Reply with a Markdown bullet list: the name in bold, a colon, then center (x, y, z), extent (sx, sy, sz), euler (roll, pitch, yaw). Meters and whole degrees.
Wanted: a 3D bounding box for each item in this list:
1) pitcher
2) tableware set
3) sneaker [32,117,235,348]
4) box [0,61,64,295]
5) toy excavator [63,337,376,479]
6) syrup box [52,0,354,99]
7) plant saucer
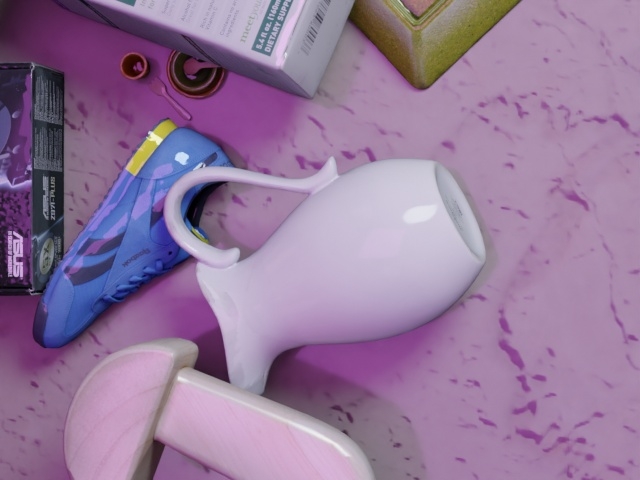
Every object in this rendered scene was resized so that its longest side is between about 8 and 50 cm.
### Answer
- **pitcher**: center (0.000, 0.000, 1.196), extent (0.207, 0.125, 0.177), euler (-25, 102, 17)
- **tableware set**: center (-0.095, -0.180, 1.269), extent (0.104, 0.024, 0.154), euler (43, 97, 8)
- **sneaker**: center (-0.143, 0.009, 1.255), extent (0.082, 0.069, 0.209), euler (36, 96, 5)
- **box**: center (-0.282, -0.046, 1.276), extent (0.147, 0.077, 0.180), euler (1, 90, 10)
- **toy excavator**: center (0.053, 0.280, 1.139), extent (0.433, 0.222, 0.445), euler (-5, 88, 9)
- **syrup box**: center (-0.102, -0.195, 1.211), extent (0.237, 0.096, 0.093), euler (22, 87, 17)
- **plant saucer**: center (0.079, -0.244, 1.227), extent (0.188, 0.045, 0.188), euler (-43, 83, 7)
